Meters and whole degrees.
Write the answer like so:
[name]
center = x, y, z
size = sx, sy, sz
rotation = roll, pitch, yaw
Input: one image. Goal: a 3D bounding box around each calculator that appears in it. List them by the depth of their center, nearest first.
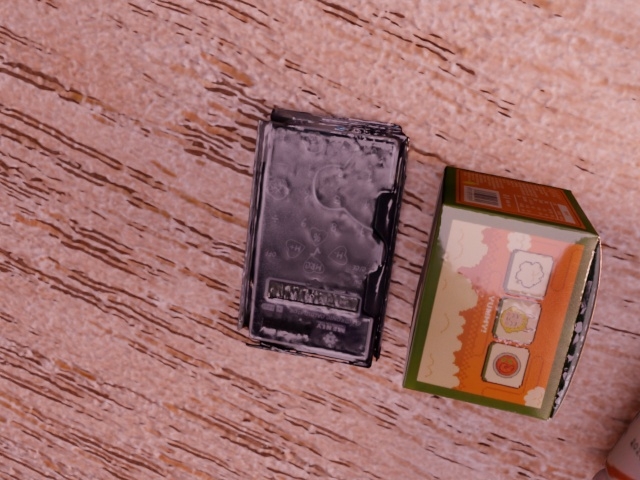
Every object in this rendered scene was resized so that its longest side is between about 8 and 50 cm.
[calculator]
center = 0.000, 0.000, 0.915
size = 0.166, 0.028, 0.274
rotation = 9, 106, 7

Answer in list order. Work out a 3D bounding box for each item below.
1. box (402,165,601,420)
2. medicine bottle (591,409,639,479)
[box]
center = 0.170, 0.041, 0.811
size = 0.148, 0.195, 0.177
rotation = 11, 106, 6
[medicine bottle]
center = 0.422, 0.183, 0.806
size = 0.202, 0.202, 0.315
rotation = 28, 107, 1
